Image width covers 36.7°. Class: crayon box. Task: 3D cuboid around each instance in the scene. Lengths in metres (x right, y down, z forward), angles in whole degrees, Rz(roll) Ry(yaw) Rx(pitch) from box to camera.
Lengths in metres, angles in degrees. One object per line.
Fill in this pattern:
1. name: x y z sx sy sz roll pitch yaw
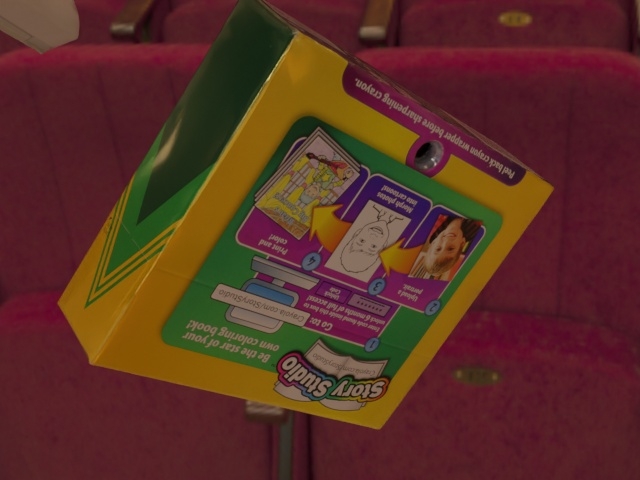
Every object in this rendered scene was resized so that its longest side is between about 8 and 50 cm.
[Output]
1. crayon box: 0.000 0.000 0.884 0.363 0.313 0.106 23 17 -42

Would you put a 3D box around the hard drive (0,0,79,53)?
1. hard drive: -0.221 -0.230 0.471 0.040 0.307 0.203 -20 82 8
